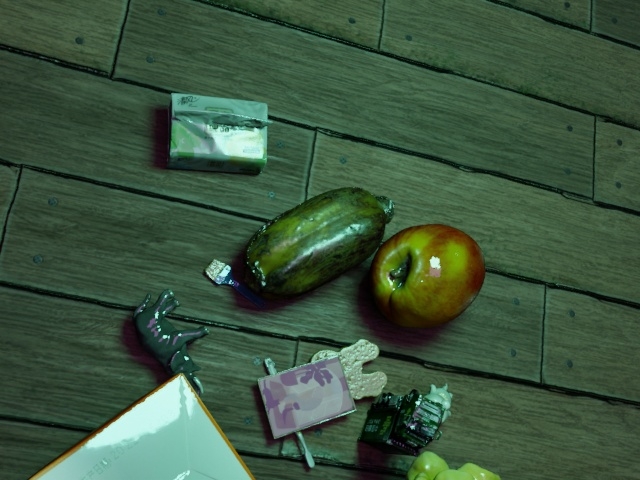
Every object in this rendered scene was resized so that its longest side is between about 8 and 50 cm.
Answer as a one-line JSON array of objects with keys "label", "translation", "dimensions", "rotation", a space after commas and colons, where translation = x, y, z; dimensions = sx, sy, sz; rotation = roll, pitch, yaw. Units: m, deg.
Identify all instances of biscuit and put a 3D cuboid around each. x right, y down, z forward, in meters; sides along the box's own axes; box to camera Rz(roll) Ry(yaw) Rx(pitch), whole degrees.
[{"label": "biscuit", "translation": [0.037, 0.320, 1.690], "dimensions": [0.236, 0.040, 0.144], "rotation": [-14, 73, -15]}]

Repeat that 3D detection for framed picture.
[{"label": "framed picture", "translation": [-0.030, 0.349, 1.644], "dimensions": [0.200, 0.010, 0.136], "rotation": [-15, 78, -17]}]

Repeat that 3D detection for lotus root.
[{"label": "lotus root", "translation": [0.000, 0.000, 1.683], "dimensions": [0.397, 0.179, 0.196], "rotation": [-27, 87, -21]}]

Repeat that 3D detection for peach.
[{"label": "peach", "translation": [0.253, 0.087, 1.713], "dimensions": [0.280, 0.281, 0.238], "rotation": [-34, 49, -22]}]

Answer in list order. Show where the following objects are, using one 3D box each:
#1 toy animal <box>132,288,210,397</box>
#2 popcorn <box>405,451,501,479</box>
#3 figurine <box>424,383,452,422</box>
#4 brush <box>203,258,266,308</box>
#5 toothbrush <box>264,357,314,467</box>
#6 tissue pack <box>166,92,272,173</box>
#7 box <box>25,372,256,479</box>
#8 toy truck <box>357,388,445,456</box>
[{"label": "toy animal", "translation": [-0.305, 0.230, 1.588], "dimensions": [0.137, 0.082, 0.270], "rotation": [-35, 92, -19]}, {"label": "popcorn", "translation": [0.290, 0.663, 1.518], "dimensions": [0.344, 0.354, 0.390], "rotation": [-37, 91, -30]}, {"label": "figurine", "translation": [0.260, 0.381, 1.719], "dimensions": [0.098, 0.146, 0.081], "rotation": [-10, 93, 12]}, {"label": "brush", "translation": [-0.193, 0.105, 1.687], "dimensions": [0.164, 0.014, 0.051], "rotation": [38, 70, -6]}, {"label": "toothbrush", "translation": [-0.070, 0.387, 1.646], "dimensions": [0.022, 0.026, 0.263], "rotation": [-19, 83, -27]}, {"label": "tissue pack", "translation": [-0.236, -0.254, 1.693], "dimensions": [0.229, 0.145, 0.159], "rotation": [3, 76, -16]}, {"label": "box", "translation": [-0.345, 0.492, 1.361], "dimensions": [0.348, 0.257, 0.319], "rotation": [-35, 87, -40]}, {"label": "toy truck", "translation": [0.176, 0.399, 1.593], "dimensions": [0.088, 0.259, 0.121], "rotation": [27, 70, -9]}]
